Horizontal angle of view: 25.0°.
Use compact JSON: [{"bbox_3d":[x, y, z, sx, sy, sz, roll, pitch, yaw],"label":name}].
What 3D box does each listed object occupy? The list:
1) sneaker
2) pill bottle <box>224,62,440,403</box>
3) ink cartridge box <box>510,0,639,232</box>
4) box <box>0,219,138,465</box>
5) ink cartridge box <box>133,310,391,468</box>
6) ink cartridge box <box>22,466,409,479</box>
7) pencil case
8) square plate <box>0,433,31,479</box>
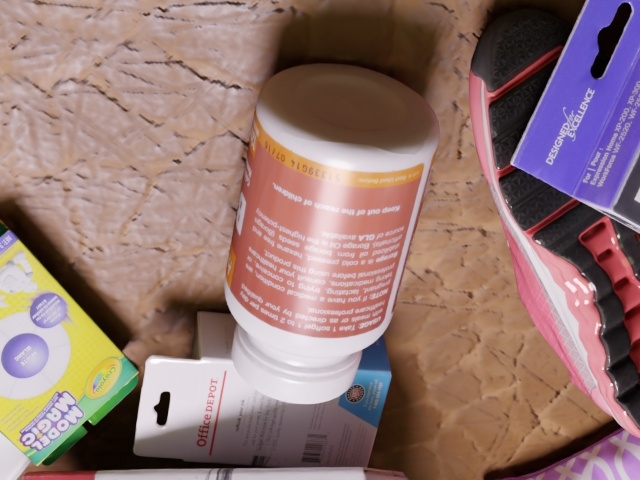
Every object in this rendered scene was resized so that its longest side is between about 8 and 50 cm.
[{"bbox_3d":[0.162,-0.005,0.998,0.116,0.136,0.314,-28,103,-19],"label":"sneaker"},{"bbox_3d":[0.000,0.000,0.977,0.121,0.121,0.216,6,123,-10],"label":"pill bottle"},{"bbox_3d":[0.252,-0.094,0.928,0.208,0.045,0.206,26,87,-21],"label":"ink cartridge box"},{"bbox_3d":[-0.211,0.081,1.036,0.105,0.043,0.179,-43,124,-9],"label":"box"},{"bbox_3d":[-0.046,0.113,1.087,0.180,0.060,0.104,6,125,-10],"label":"ink cartridge box"},{"bbox_3d":[-0.076,0.266,1.054,0.272,0.197,0.114,-4,168,18],"label":"ink cartridge box"},{"bbox_3d":[0.238,0.190,1.158,0.206,0.086,0.088,-32,88,13],"label":"pencil case"},{"bbox_3d":[-0.448,0.181,1.099,0.347,0.049,0.344,30,117,-24],"label":"square plate"}]
